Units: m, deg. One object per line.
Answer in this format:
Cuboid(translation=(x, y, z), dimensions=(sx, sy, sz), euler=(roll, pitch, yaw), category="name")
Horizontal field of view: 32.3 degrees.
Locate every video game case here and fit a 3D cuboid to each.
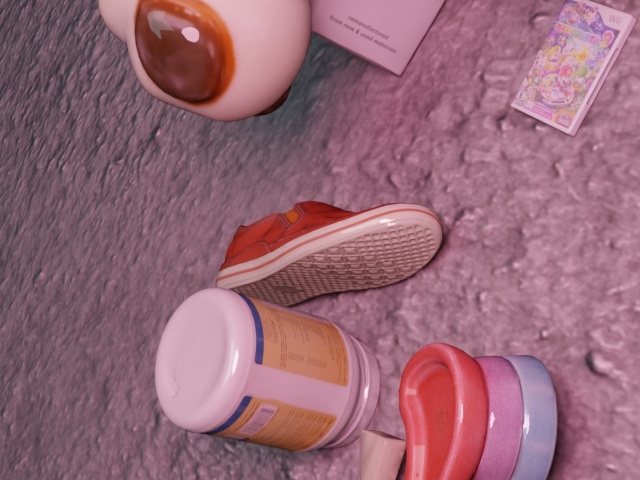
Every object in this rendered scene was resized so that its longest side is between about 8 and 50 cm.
Cuboid(translation=(0.240, -0.169, 1.059), dimensions=(0.087, 0.011, 0.122), euler=(39, 105, 50), category="video game case")

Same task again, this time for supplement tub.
Cuboid(translation=(-0.051, 0.137, 1.129), dimensions=(0.144, 0.199, 0.144), euler=(-23, 58, 42), category="supplement tub")

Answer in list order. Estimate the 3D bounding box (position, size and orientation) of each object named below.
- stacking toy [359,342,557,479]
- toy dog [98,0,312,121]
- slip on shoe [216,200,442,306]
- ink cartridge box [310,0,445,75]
Cuboid(translation=(0.133, 0.261, 0.976), dimensions=(0.279, 0.130, 0.309), euler=(126, 150, -62), category="stacking toy")
Cuboid(translation=(-0.053, -0.312, 1.057), dimensions=(0.395, 0.284, 0.408), euler=(29, 100, 7), category="toy dog")
Cuboid(translation=(0.000, 0.000, 1.198), dimensions=(0.331, 0.123, 0.101), euler=(-17, 59, 51), category="slip on shoe")
Cuboid(translation=(0.068, -0.428, 1.251), dimensions=(0.385, 0.160, 0.279), euler=(-59, 41, 14), category="ink cartridge box")
